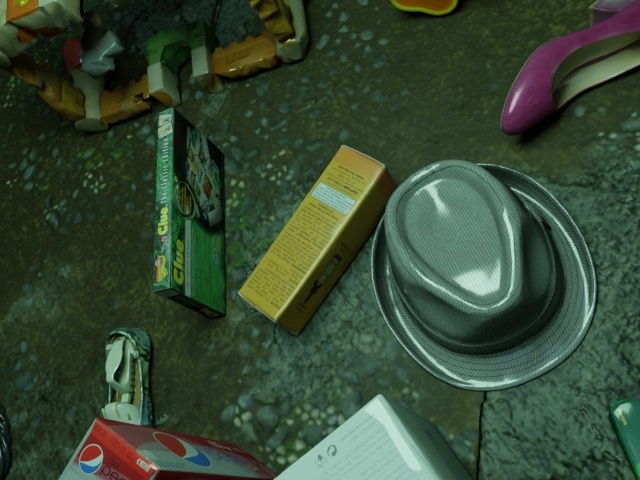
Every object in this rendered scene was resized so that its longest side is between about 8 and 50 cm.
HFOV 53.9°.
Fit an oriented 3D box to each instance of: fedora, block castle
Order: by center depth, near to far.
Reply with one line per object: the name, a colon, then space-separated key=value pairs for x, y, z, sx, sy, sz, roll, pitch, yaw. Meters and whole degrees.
fedora: x=0.163 y=0.017 z=0.694 sx=0.244 sy=0.124 sz=0.275 roll=-25 pitch=62 yaw=13
block castle: x=-0.266 y=-0.360 z=0.931 sx=0.454 sy=0.303 sz=0.212 roll=-15 pitch=71 yaw=17

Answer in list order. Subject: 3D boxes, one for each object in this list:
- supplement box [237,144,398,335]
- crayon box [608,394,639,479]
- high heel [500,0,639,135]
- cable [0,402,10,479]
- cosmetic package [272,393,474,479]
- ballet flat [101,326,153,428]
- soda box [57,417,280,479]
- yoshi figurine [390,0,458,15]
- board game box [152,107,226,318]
supplement box: x=0.000 y=0.000 z=0.797 sx=0.080 sy=0.078 sz=0.233 roll=30 pitch=82 yaw=30
crayon box: x=0.381 y=0.254 z=0.529 sx=0.166 sy=0.081 sz=0.278 roll=-21 pitch=62 yaw=14
high heel: x=0.325 y=-0.199 z=0.741 sx=0.244 sy=0.082 sz=0.117 roll=-42 pitch=49 yaw=-13
cable: x=-0.512 y=0.315 z=0.900 sx=0.151 sy=0.047 sz=0.184 roll=21 pitch=78 yaw=28
cosmetic package: x=0.095 y=0.281 z=0.555 sx=0.138 sy=0.224 sz=0.224 roll=-40 pitch=59 yaw=3
ballet flat: x=-0.260 y=0.204 z=0.830 sx=0.070 sy=0.070 sz=0.188 roll=-18 pitch=63 yaw=15
soda box: x=-0.138 y=0.253 z=0.642 sx=0.092 sy=0.263 sz=0.083 roll=24 pitch=80 yaw=29
yoshi figurine: x=0.150 y=-0.518 z=0.885 sx=0.204 sy=0.203 sz=0.361 roll=-2 pitch=65 yaw=29
board game box: x=-0.173 y=-0.036 z=0.851 sx=0.030 sy=0.136 sz=0.259 roll=-12 pitch=64 yaw=17
